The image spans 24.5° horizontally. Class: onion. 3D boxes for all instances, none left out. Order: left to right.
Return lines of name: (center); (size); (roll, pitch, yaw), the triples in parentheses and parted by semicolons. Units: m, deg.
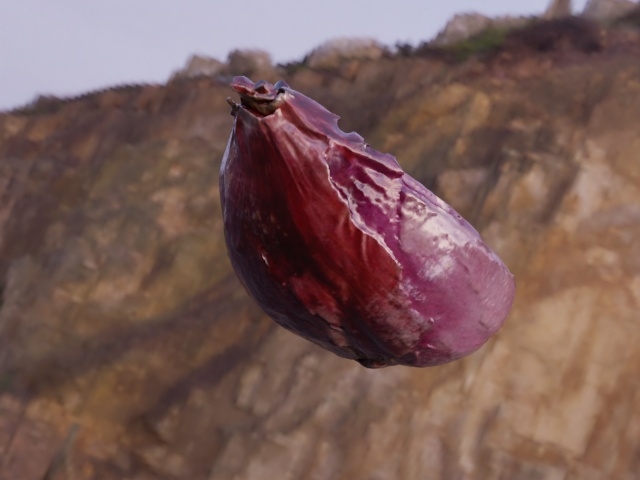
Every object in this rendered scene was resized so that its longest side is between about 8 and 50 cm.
onion: (0.000, 0.000, 1.061); (0.227, 0.120, 0.283); (10, -28, 45)
